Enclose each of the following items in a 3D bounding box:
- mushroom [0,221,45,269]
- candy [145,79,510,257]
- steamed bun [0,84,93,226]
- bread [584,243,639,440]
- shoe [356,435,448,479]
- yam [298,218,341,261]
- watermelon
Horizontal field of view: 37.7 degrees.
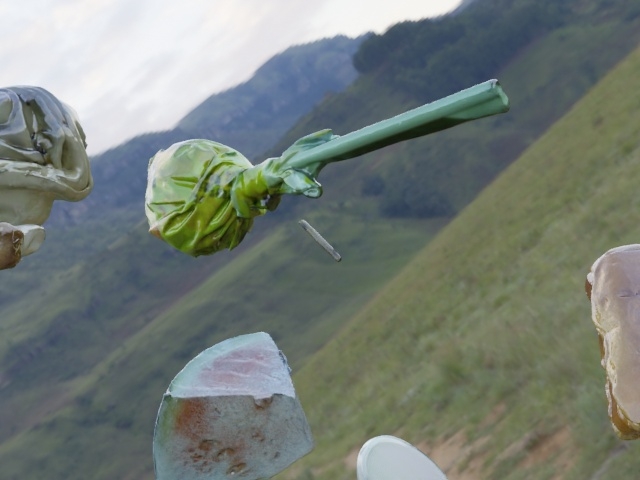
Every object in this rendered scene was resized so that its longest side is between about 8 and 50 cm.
[{"bbox_3d":[-0.539,0.002,1.658,0.209,0.071,0.084,-96,19,-84],"label":"mushroom"},{"bbox_3d":[-0.007,-0.046,0.562,0.262,0.073,0.077,-15,44,36],"label":"candy"},{"bbox_3d":[-0.663,-0.201,2.023,0.352,0.339,0.247,-22,-34,-30],"label":"steamed bun"},{"bbox_3d":[0.544,0.161,1.527,0.149,0.195,0.344,95,176,-53],"label":"bread"},{"bbox_3d":[0.111,0.327,1.023,0.095,0.265,0.110,-43,8,-32],"label":"shoe"},{"bbox_3d":[0.000,0.000,1.578,0.014,0.107,0.014,-33,-29,-22],"label":"yam"},{"bbox_3d":[-0.124,0.326,1.720,0.387,0.258,0.229,-18,-58,-53],"label":"watermelon"}]
